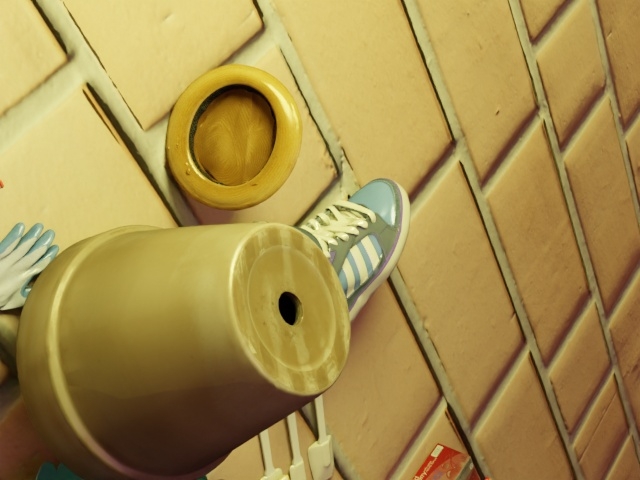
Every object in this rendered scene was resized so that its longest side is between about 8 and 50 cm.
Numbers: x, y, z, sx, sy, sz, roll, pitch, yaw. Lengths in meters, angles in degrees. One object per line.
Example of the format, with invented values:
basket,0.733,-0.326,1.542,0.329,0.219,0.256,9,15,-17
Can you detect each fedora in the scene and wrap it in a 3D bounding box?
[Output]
fedora,-0.111,-0.134,1.126,0.079,0.194,0.194,29,75,-85

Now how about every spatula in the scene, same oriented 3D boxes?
spatula,-0.043,0.322,1.379,0.168,0.019,0.242,-22,115,-36

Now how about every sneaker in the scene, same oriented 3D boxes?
sneaker,-0.001,0.000,1.263,0.323,0.130,0.236,-60,139,-11

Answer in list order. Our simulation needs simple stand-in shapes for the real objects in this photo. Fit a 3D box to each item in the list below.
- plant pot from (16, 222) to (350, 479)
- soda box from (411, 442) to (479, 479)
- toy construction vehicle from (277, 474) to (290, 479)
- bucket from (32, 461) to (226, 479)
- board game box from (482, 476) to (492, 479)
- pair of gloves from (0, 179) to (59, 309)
plant pot,-0.129,0.108,0.962,0.323,0.280,0.323,27,53,-42
soda box,0.204,0.531,1.641,0.263,0.083,0.092,-46,130,-30
toy construction vehicle,-0.060,0.435,1.356,0.086,0.035,0.098,-33,125,-31
bucket,-0.229,0.389,1.017,0.281,0.281,0.183,9,96,-48
board game box,0.282,0.586,1.695,0.193,0.045,0.147,-42,163,-42
pair of gloves,-0.381,0.014,0.937,0.159,0.023,0.198,-53,132,-24
